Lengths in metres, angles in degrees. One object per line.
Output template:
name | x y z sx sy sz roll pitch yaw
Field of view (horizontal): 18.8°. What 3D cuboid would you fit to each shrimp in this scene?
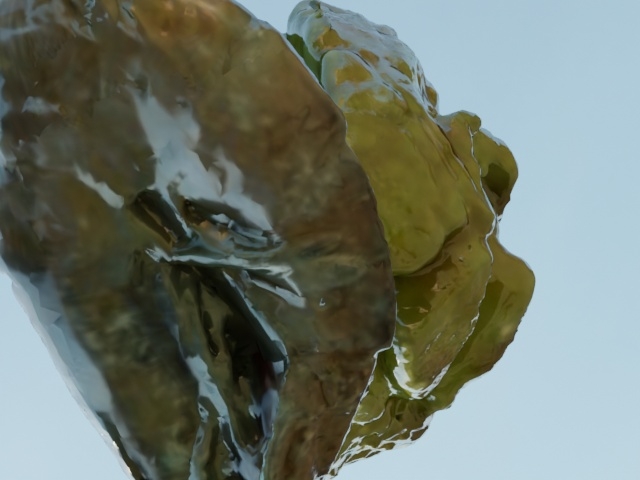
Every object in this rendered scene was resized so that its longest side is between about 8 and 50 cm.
shrimp | -0.043 0.056 1.000 0.110 0.221 0.446 -53 -51 -51

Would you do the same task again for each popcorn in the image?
popcorn | -0.004 -0.009 1.193 0.247 0.282 0.282 38 -101 -36
